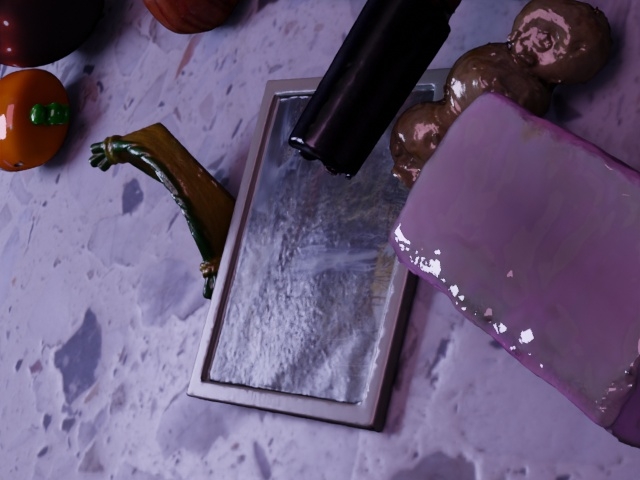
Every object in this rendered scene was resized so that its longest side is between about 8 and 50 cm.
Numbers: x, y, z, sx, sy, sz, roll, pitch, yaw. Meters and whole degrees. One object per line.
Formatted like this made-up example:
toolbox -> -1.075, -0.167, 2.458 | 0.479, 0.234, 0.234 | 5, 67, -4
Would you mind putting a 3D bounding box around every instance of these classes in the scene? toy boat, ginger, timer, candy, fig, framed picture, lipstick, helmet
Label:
toy boat -> -0.143, -0.039, 1.343 | 0.088, 0.089, 0.229 | -44, 65, 0
ginger -> 0.141, -0.118, 1.072 | 0.204, 0.104, 0.080 | -41, 77, 22
timer -> -0.352, -0.148, 1.639 | 0.136, 0.099, 0.136 | -9, 75, 36
candy -> 0.182, 0.017, 0.945 | 0.155, 0.116, 0.265 | -57, 42, 7
fig -> -0.153, -0.298, 1.468 | 0.128, 0.150, 0.128 | -45, 8, 8
framed picture -> 0.000, 0.000, 1.214 | 0.240, 0.020, 0.324 | 5, 75, 44
lipstick -> 0.105, -0.238, 1.137 | 0.077, 0.077, 0.418 | 19, 74, 51
helmet -> -0.364, -0.309, 1.649 | 0.216, 0.193, 0.189 | -14, 32, 52
